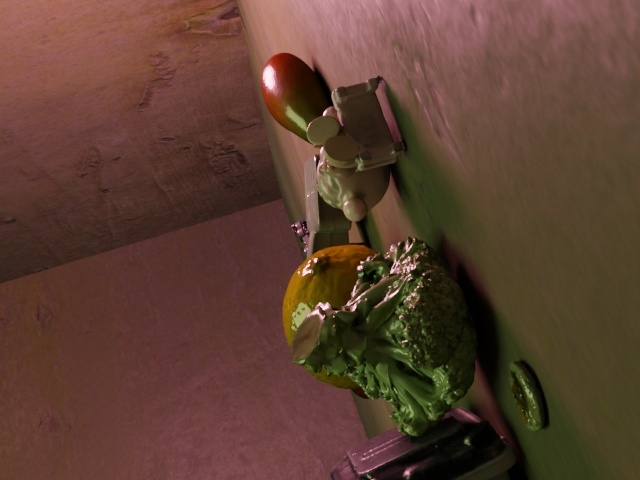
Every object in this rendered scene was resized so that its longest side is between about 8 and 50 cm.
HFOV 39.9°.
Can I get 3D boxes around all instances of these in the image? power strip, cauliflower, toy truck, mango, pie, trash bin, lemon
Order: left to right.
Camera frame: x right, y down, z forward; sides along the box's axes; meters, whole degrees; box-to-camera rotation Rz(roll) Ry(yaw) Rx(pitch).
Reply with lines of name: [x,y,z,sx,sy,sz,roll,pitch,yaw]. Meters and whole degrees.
mango: [-0.048,-0.304,1.899,0.289,0.129,0.146,-127,21,-51]
toy truck: [0.000,0.000,2.488,0.124,0.114,0.253,60,-178,-32]
power strip: [0.038,-0.054,1.944,0.229,0.141,0.261,172,95,-84]
lemon: [0.053,0.138,1.604,0.267,0.267,0.267,163,90,-85]
cauliflower: [0.076,0.125,1.199,0.272,0.250,0.275,-115,31,-48]
trash bin: [0.187,0.442,1.255,0.368,0.255,0.296,65,173,-1]
pie: [0.233,0.178,0.999,0.085,0.017,0.085,163,90,-86]

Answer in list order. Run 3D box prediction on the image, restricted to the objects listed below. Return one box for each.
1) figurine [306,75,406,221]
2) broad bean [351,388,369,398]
figurine: [0.051,-0.133,1.383,0.182,0.144,0.257,51,168,12]
broad bean: [0.113,0.308,2.182,0.228,0.122,0.156,-165,56,-80]
